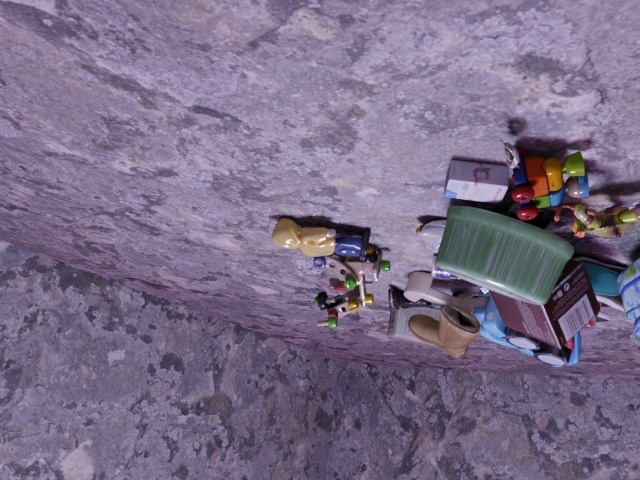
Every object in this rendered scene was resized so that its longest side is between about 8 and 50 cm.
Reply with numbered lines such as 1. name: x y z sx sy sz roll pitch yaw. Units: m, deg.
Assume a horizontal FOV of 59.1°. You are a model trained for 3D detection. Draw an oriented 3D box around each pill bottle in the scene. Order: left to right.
1. pill bottle: 0.406 0.084 1.738 0.120 0.067 0.067 4 160 16

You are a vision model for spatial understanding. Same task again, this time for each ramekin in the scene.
1. ramekin: 0.424 0.040 1.342 0.303 0.148 0.303 21 178 1

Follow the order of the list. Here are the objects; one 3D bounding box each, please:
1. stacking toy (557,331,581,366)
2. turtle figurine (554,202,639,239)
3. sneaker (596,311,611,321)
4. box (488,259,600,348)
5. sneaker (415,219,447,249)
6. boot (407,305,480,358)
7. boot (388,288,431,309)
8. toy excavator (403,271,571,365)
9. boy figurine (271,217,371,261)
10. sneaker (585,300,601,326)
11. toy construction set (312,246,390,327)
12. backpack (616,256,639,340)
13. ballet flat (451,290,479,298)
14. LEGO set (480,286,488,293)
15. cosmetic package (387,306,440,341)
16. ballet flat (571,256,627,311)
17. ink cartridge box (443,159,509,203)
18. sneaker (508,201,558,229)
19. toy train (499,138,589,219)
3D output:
1. stacking toy: 0.827 0.379 2.172 0.301 0.175 0.166 12 159 -14
2. turtle figurine: 0.610 -0.047 1.165 0.217 0.087 0.269 -17 167 40
3. sneaker: 0.837 0.290 1.953 0.295 0.147 0.104 6 177 17
4. box: 0.590 0.149 1.506 0.167 0.168 0.203 59 163 -23
5. sneaker: 0.373 0.028 1.517 0.262 0.121 0.099 16 159 -17
6. boot: 0.397 0.271 1.840 0.236 0.089 0.269 27 158 20
7. boot: 0.344 0.224 2.178 0.137 0.077 0.198 -3 170 22
8. toy excavator: 0.556 0.234 1.881 0.432 0.222 0.445 31 158 -25
9. boy figurine: 0.000 0.000 1.673 0.285 0.092 0.177 10 161 4
10. sneaker: 0.769 0.145 1.710 0.221 0.128 0.087 49 150 -15
11. toy construction set: 0.125 0.131 1.842 0.237 0.258 0.309 -9 177 14
12. backpack: 0.880 0.119 1.375 0.290 0.274 0.355 -7 173 -1
13. ballet flat: 0.585 0.222 2.026 0.247 0.083 0.087 1 145 18
14. LEGO set: 0.496 0.084 1.646 0.287 0.132 0.107 41 133 -16
15. cosmetic package: 0.446 0.365 2.386 0.296 0.153 0.129 14 162 -7
16. ballet flat: 0.842 0.135 1.614 0.400 0.139 0.139 19 159 -13
17. ink cartridge box: 0.334 -0.125 1.211 0.122 0.052 0.088 9 161 7
18. sneaker: 0.486 -0.052 1.303 0.071 0.077 0.178 12 161 -2
19. toy train: 0.432 -0.137 1.073 0.143 0.105 0.248 -10 154 22
